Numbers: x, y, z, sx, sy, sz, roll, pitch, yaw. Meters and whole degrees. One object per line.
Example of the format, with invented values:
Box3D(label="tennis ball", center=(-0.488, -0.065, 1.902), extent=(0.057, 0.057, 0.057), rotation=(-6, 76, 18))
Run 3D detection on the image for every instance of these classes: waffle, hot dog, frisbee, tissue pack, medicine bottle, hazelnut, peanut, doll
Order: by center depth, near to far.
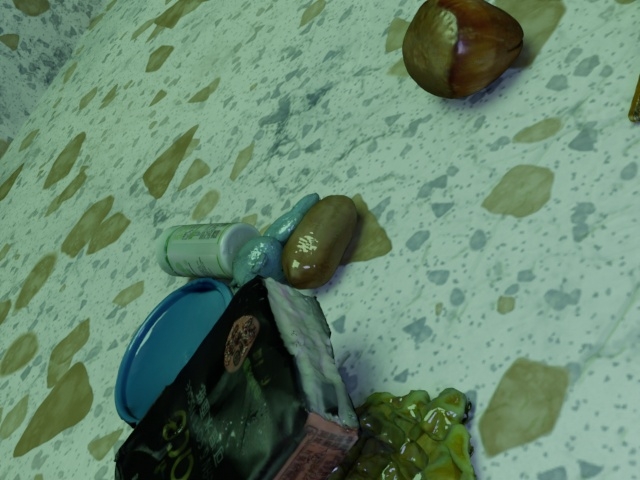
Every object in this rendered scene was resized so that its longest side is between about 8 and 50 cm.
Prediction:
Box3D(label="waffle", center=(0.052, 0.243, 0.722), extent=(0.204, 0.054, 0.223), rotation=(-27, 40, 29))
Box3D(label="tissue pack", center=(-0.101, 0.226, 0.794), extent=(0.332, 0.123, 0.245), rotation=(-55, 29, 18))
Box3D(label="hot dog", center=(0.356, -0.161, 0.813), extent=(0.083, 0.021, 0.037), rotation=(-64, 16, -17))
Box3D(label="peanut", center=(0.000, 0.000, 1.001), extent=(0.076, 0.076, 0.152), rotation=(-1, 51, 47))
Box3D(label="hazelnut", center=(0.191, -0.259, 1.008), extent=(0.150, 0.150, 0.150), rotation=(-29, 39, 26))
Box3D(label="doll", center=(-0.052, 0.010, 1.065), extent=(0.180, 0.075, 0.120), rotation=(-42, -4, -31))
Box3D(label="frisbee", center=(-0.204, 0.164, 1.088), extent=(0.242, 0.045, 0.242), rotation=(-28, 40, 26))
Box3D(label="medicine bottle", center=(-0.172, 0.016, 1.162), extent=(0.183, 0.086, 0.086), rotation=(0, 57, 48))
